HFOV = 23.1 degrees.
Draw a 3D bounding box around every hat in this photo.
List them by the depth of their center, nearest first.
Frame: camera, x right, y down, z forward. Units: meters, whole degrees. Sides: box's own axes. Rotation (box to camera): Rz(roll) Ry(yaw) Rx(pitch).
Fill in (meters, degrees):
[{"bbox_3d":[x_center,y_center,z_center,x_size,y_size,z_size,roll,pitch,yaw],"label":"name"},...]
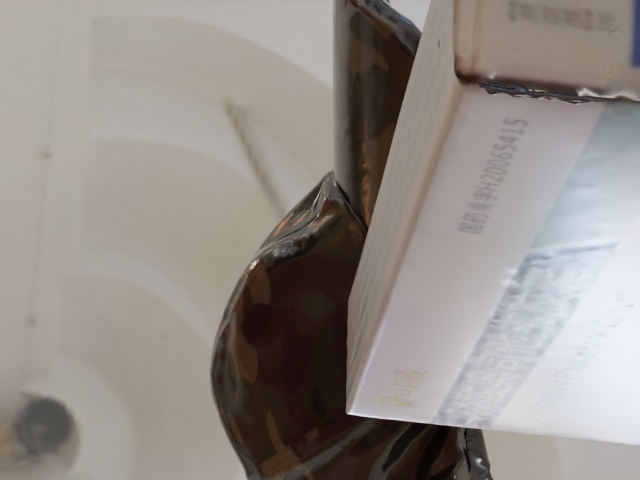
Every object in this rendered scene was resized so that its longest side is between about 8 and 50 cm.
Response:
[{"bbox_3d":[0.000,0.000,1.188,0.366,0.257,0.381,-117,-176,-62],"label":"hat"}]

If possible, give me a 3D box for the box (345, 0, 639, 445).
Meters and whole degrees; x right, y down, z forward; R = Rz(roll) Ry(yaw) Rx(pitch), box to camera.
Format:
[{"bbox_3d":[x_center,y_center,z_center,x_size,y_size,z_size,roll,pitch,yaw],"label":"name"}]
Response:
[{"bbox_3d":[0.122,0.003,0.591,0.343,0.200,0.065,103,-7,-68],"label":"box"}]
